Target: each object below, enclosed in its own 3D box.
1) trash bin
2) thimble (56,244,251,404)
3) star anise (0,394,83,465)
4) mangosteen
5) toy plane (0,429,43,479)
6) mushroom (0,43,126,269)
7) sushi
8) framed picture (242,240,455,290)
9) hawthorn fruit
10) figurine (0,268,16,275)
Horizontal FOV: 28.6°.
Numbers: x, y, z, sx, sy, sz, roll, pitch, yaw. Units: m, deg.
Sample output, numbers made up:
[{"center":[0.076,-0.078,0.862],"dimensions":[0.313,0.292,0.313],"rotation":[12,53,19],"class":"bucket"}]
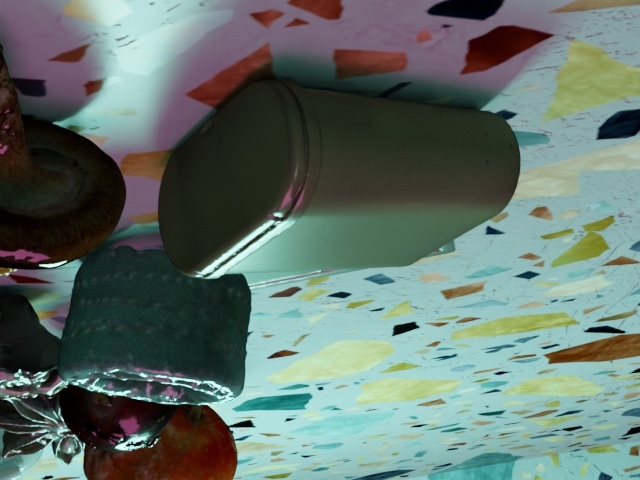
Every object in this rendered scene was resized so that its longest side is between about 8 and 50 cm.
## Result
[{"center":[0.014,-0.045,1.114],"dimensions":[0.247,0.121,0.243],"rotation":[2,159,-34],"class":"trash bin"},{"center":[-0.176,0.098,1.373],"dimensions":[0.198,0.143,0.235],"rotation":[3,163,10],"class":"thimble"},{"center":[-0.366,0.236,1.803],"dimensions":[0.223,0.109,0.236],"rotation":[-12,146,1],"class":"star anise"},{"center":[-0.252,0.197,1.650],"dimensions":[0.166,0.166,0.180],"rotation":[-16,167,22],"class":"mangosteen"},{"center":[-0.563,0.354,2.006],"dimensions":[0.252,0.118,0.252],"rotation":[-13,-166,3],"class":"toy plane"},{"center":[-0.242,-0.076,0.936],"dimensions":[0.227,0.148,0.217],"rotation":[-8,146,-28],"class":"mushroom"},{"center":[-0.427,0.124,1.415],"dimensions":[0.332,0.124,0.130],"rotation":[-1,160,-24],"class":"sushi"},{"center":[0.000,0.000,1.395],"dimensions":[0.296,0.019,0.232],"rotation":[-10,162,4],"class":"framed picture"},{"center":[-0.232,0.320,1.964],"dimensions":[0.242,0.242,0.271],"rotation":[13,126,-47],"class":"hawthorn fruit"},{"center":[-0.279,-0.015,1.106],"dimensions":[0.115,0.094,0.156],"rotation":[-7,169,36],"class":"figurine"}]
